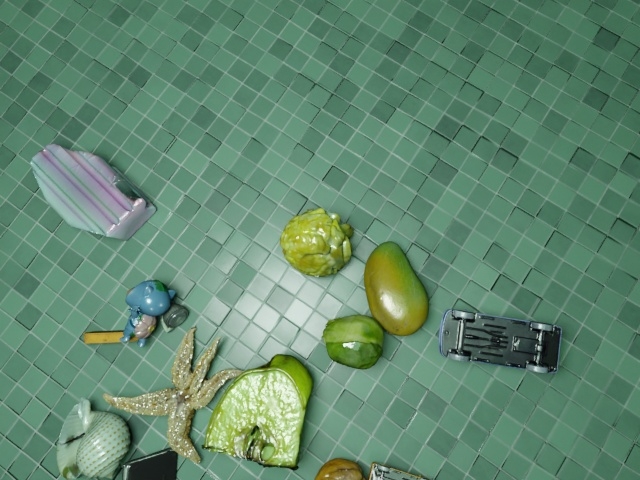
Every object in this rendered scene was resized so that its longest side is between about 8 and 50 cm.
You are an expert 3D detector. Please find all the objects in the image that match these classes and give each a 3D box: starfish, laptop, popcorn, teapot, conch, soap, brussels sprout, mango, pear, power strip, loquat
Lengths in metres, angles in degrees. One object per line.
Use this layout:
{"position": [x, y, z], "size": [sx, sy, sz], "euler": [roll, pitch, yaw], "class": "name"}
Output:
{"position": [-0.353, 0.369, 1.139], "size": [0.301, 0.084, 0.294], "euler": [35, 79, 4], "class": "starfish"}
{"position": [-0.422, 0.637, 1.066], "size": [0.026, 0.153, 0.208], "euler": [-6, 78, 30], "class": "laptop"}
{"position": [0.000, 0.000, 1.155], "size": [0.198, 0.198, 0.212], "euler": [43, 58, 8], "class": "popcorn"}
{"position": [-0.407, 0.206, 1.184], "size": [0.057, 0.066, 0.088], "euler": [40, 107, 27], "class": "teapot"}
{"position": [-0.562, 0.505, 1.100], "size": [0.172, 0.131, 0.200], "euler": [-40, 50, 19], "class": "conch"}
{"position": [-0.651, -0.138, 1.222], "size": [0.323, 0.109, 0.193], "euler": [42, 84, 7], "class": "soap"}
{"position": [0.089, 0.253, 1.089], "size": [0.145, 0.183, 0.132], "euler": [-9, 84, 22], "class": "brussels sprout"}
{"position": [0.193, 0.126, 1.144], "size": [0.156, 0.114, 0.251], "euler": [-19, 81, 2], "class": "mango"}
{"position": [-0.145, 0.409, 1.086], "size": [0.238, 0.164, 0.256], "euler": [8, 78, 6], "class": "pear"}
{"position": [-0.554, 0.260, 1.180], "size": [0.177, 0.049, 0.028], "euler": [-3, 86, 2], "class": "power strip"}
{"position": [0.048, 0.599, 1.062], "size": [0.137, 0.137, 0.113], "euler": [-17, 76, -1], "class": "loquat"}

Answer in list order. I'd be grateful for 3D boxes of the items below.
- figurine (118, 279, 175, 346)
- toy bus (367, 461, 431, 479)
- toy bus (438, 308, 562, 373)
{"position": [-0.471, 0.180, 1.139], "size": [0.144, 0.114, 0.179], "euler": [23, 91, 45], "class": "figurine"}
{"position": [0.200, 0.609, 1.081], "size": [0.162, 0.074, 0.070], "euler": [15, 74, 7], "class": "toy bus"}
{"position": [0.442, 0.250, 1.107], "size": [0.291, 0.133, 0.126], "euler": [8, 86, 1], "class": "toy bus"}
